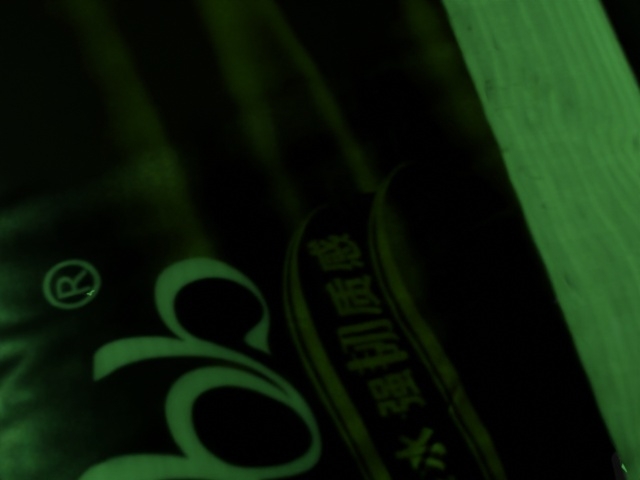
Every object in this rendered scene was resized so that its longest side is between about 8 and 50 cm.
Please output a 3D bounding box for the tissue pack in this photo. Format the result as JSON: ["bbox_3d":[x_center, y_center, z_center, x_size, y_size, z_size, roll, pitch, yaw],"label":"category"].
[{"bbox_3d":[0.000,0.000,0.476,0.210,0.198,0.370,77,-3,-59],"label":"tissue pack"}]
